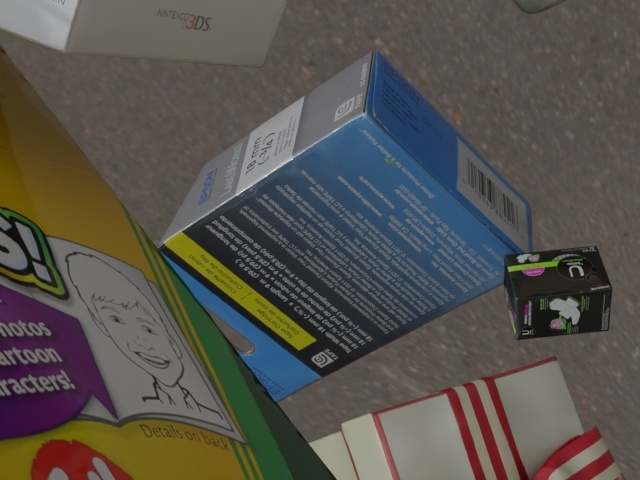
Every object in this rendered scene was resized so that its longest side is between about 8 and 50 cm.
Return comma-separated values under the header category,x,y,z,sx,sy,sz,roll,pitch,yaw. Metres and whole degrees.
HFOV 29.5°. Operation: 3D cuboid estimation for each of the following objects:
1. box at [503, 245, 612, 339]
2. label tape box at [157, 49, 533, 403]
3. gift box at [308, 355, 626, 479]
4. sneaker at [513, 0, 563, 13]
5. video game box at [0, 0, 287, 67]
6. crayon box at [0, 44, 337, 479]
category,x,y,z,sx,sy,sz,roll,pitch,yaw
box,0.206,0.046,1.064,0.083,0.052,0.062,-6,39,0
label tape box,0.000,0.000,1.181,0.334,0.241,0.105,-31,33,30
gift box,0.123,0.266,1.065,0.258,0.255,0.276,-33,77,51
sneaker,0.151,-0.244,0.702,0.083,0.118,0.222,-13,33,53
video game box,-0.136,-0.130,0.553,0.187,0.205,0.048,21,102,16
crayon box,-0.169,0.031,0.414,0.106,0.363,0.313,-43,73,14
